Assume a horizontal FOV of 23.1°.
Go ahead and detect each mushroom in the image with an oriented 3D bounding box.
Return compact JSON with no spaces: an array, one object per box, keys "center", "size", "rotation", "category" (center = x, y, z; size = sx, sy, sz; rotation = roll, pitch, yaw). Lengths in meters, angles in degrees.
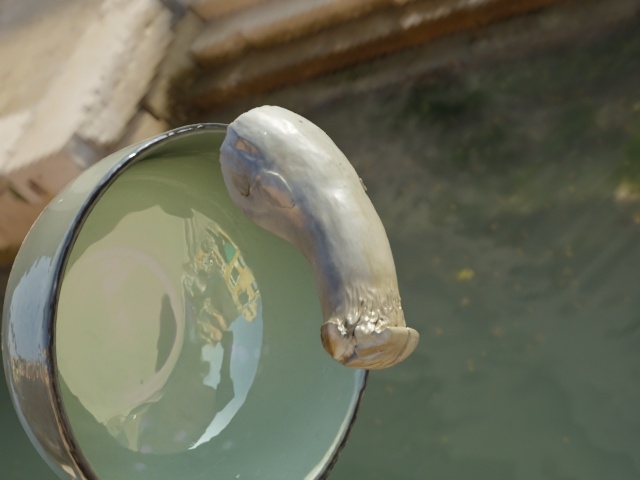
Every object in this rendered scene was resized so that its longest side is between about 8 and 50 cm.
[{"center":[0.004,-0.002,1.153],"size":[0.092,0.081,0.223],"rotation":[-35,64,4],"category":"mushroom"}]

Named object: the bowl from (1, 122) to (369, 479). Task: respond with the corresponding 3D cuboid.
[{"center":[-0.139,0.079,1.358],"size":[0.185,0.354,0.354],"rotation":[0,55,47],"category":"bowl"}]
